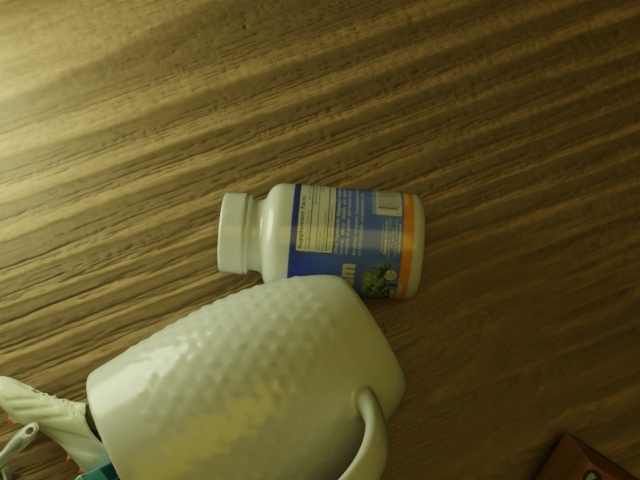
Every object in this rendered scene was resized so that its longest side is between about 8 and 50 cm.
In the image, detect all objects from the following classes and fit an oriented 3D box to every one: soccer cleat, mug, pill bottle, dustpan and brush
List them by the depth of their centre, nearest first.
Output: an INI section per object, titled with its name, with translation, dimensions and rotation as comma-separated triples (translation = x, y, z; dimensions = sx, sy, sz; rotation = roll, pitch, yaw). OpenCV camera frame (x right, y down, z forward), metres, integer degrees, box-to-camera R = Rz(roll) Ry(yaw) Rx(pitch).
[mug]
translation = -0.057, 0.213, 0.947
dimensions = 0.328, 0.374, 0.276
rotation = -31, 117, -7
[dustpan and brush]
translation = -0.449, 0.316, 1.077
dimensions = 0.211, 0.060, 0.147
rotation = -43, 85, -2
[soccer cleat]
translation = -0.360, 0.239, 1.098
dimensions = 0.196, 0.068, 0.076
rotation = 38, 98, -3
[pill bottle]
translation = 0.000, 0.000, 1.107
dimensions = 0.272, 0.152, 0.152
rotation = 4, 81, -1

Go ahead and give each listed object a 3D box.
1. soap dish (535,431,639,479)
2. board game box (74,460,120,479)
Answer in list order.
[soap dish]
translation = 0.355, 0.442, 1.064
dimensions = 0.229, 0.118, 0.291
rotation = 34, 83, 4
[board game box]
translation = -0.178, 0.421, 0.982
dimensions = 0.079, 0.254, 0.336
rotation = -44, 84, -7
